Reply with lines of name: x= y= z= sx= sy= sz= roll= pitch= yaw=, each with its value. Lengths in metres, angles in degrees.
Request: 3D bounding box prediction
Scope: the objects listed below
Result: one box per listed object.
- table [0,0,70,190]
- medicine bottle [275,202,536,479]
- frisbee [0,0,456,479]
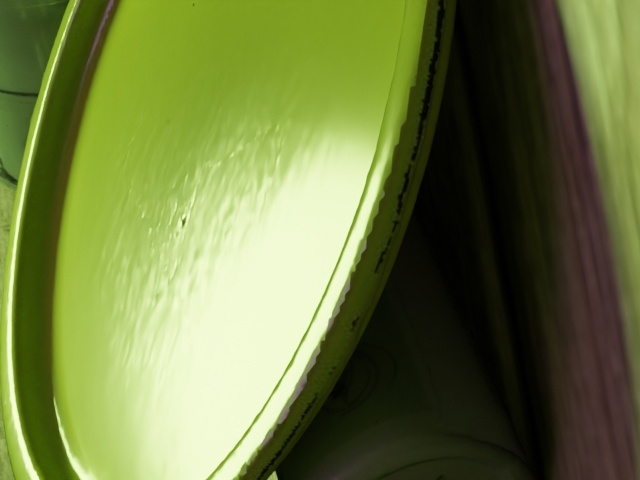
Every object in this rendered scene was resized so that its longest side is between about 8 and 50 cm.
table: x=-0.129 y=-0.134 z=0.770 sx=0.220 sy=0.126 sz=0.126 roll=86 pitch=170 yaw=-52
medicine bottle: x=0.000 y=0.000 z=0.433 sx=0.199 sy=0.058 sz=0.057 roll=-109 pitch=15 yaw=-46
frisbee: x=-0.033 y=-0.030 z=0.427 sx=0.236 sy=0.017 sz=0.236 roll=-35 pitch=47 yaw=49
